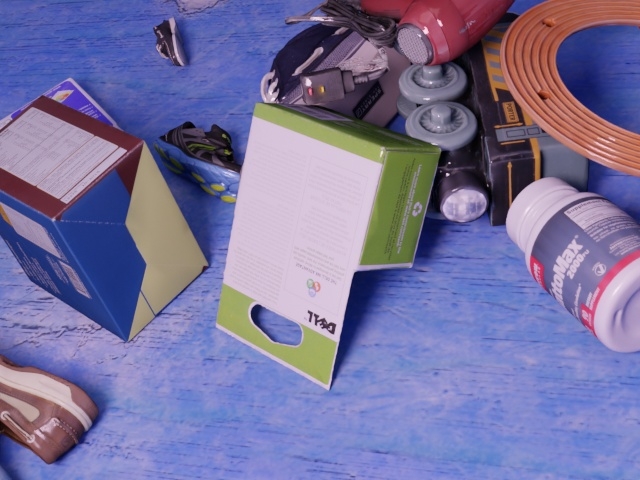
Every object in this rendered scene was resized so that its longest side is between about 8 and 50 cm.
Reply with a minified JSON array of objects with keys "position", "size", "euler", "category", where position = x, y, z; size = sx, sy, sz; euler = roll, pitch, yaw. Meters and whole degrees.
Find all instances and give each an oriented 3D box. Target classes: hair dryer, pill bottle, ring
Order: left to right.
[{"position":[0.098,-0.263,1.394],"size":[0.293,0.080,0.223],"euler":[-15,39,7],"category":"hair dryer"},{"position":[0.261,0.017,1.220],"size":[0.108,0.108,0.180],"euler":[-31,41,-9],"category":"pill bottle"},{"position":[0.354,-0.161,1.341],"size":[0.337,0.032,0.336],"euler":[5,43,-5],"category":"ring"}]

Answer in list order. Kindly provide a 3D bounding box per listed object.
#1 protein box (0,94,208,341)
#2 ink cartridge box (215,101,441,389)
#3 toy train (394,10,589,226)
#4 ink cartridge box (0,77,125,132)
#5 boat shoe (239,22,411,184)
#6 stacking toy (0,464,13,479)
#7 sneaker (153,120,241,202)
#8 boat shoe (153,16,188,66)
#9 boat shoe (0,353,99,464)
[{"position":[-0.268,-0.027,1.431],"size":[0.201,0.200,0.136],"euler":[25,60,41],"category":"protein box"},{"position":[0.000,0.000,1.329],"size":[0.189,0.255,0.097],"euler":[24,19,39],"category":"ink cartridge box"},{"position":[0.184,-0.145,1.415],"size":[0.190,0.142,0.334],"euler":[-5,41,2],"category":"toy train"},{"position":[-0.373,-0.112,1.684],"size":[0.206,0.045,0.208],"euler":[-34,41,-13],"category":"ink cartridge box"},{"position":[-0.021,-0.150,1.525],"size":[0.158,0.127,0.340],"euler":[10,43,40],"category":"boat shoe"},{"position":[-0.464,0.312,1.264],"size":[0.279,0.130,0.309],"euler":[-1,37,48],"category":"stacking toy"},{"position":[-0.134,-0.105,1.553],"size":[0.078,0.067,0.188],"euler":[-44,42,-14],"category":"sneaker"},{"position":[-0.214,-0.277,1.785],"size":[0.038,0.046,0.125],"euler":[-21,38,2],"category":"boat shoe"},{"position":[-0.362,0.171,1.350],"size":[0.257,0.095,0.095],"euler":[12,58,33],"category":"boat shoe"}]
